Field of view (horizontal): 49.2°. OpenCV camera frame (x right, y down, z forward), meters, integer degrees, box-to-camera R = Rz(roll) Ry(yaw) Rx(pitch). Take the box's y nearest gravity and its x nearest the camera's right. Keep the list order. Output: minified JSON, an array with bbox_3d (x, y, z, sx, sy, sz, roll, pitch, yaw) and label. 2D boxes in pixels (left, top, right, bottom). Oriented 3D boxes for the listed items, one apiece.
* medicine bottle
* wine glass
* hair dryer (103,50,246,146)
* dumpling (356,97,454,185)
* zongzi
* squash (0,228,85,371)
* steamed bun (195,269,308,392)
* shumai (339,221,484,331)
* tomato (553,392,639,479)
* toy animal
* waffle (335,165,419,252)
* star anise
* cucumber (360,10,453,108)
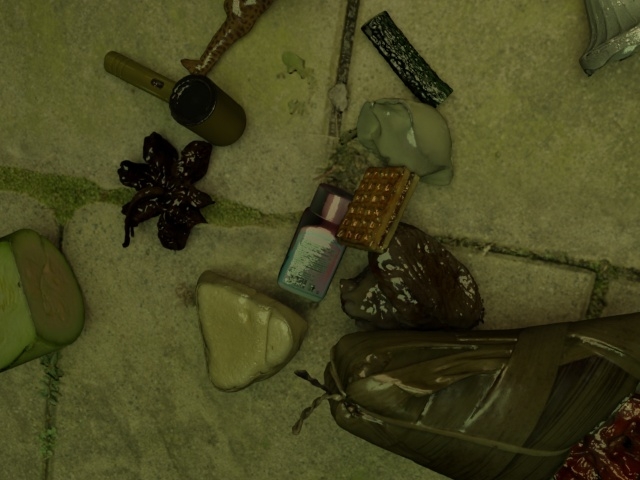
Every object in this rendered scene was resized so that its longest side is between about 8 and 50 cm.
[{"bbox_3d":[0.000,0.000,1.232,0.094,0.119,0.188,23,104,-1],"label":"medicine bottle"},{"bbox_3d":[0.440,-0.373,1.065,0.165,0.165,0.196,-28,92,14],"label":"wine glass"},{"bbox_3d":[-0.266,-0.263,1.233,0.279,0.135,0.090,29,91,20],"label":"hair dryer"},{"bbox_3d":[0.140,-0.163,1.178,0.155,0.111,0.181,1,115,42],"label":"dumpling"},{"bbox_3d":[0.246,0.158,1.095,0.500,0.218,0.467,28,109,-17],"label":"zongzi"},{"bbox_3d":[-0.634,0.139,1.323,0.309,0.210,0.233,-20,84,8],"label":"squash"},{"bbox_3d":[-0.117,0.169,1.293,0.212,0.110,0.231,3,106,26],"label":"steamed bun"},{"bbox_3d":[0.146,0.080,1.228,0.218,0.184,0.185,21,150,-23],"label":"shumai"},{"bbox_3d":[0.506,0.356,1.239,0.228,0.101,0.228,3,100,18],"label":"tomato"},{"bbox_3d":[-0.155,-0.402,1.208,0.149,0.054,0.275,15,105,8],"label":"toy animal"},{"bbox_3d":[0.091,-0.052,1.141,0.042,0.102,0.148,33,76,-34],"label":"waffle"},{"bbox_3d":[-0.278,-0.085,1.260,0.190,0.126,0.220,2,99,5],"label":"star anise"},{"bbox_3d":[0.142,-0.302,1.177,0.058,0.058,0.187,-40,95,15],"label":"cucumber"}]
